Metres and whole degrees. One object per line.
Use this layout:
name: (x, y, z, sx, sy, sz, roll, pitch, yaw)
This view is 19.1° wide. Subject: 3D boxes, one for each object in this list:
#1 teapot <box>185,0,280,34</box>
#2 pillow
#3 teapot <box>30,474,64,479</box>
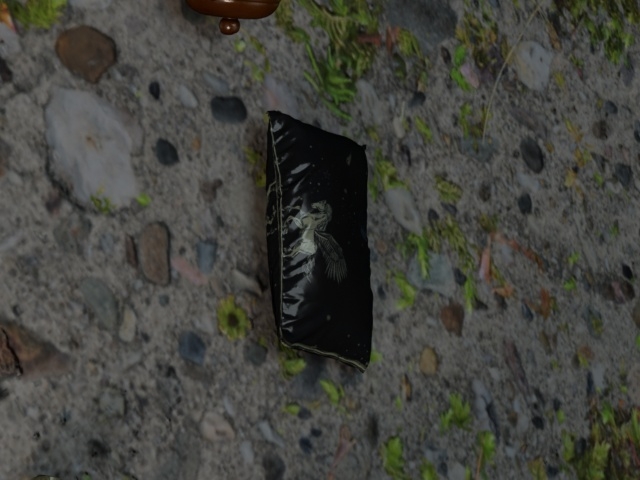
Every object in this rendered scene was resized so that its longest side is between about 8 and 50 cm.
teapot: (-0.071, -0.225, 1.573, 0.173, 0.116, 0.116, -45, 113, -77)
pillow: (0.000, 0.000, 1.601, 0.141, 0.055, 0.208, 23, 60, -53)
teapot: (-0.188, 0.208, 1.295, 0.067, 0.057, 0.083, 84, 12, -55)
